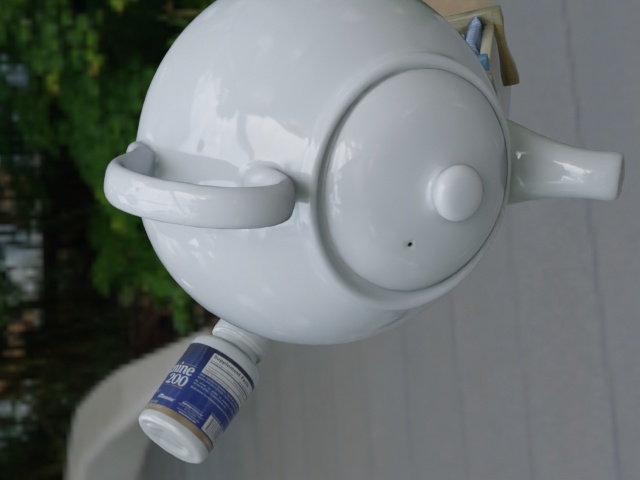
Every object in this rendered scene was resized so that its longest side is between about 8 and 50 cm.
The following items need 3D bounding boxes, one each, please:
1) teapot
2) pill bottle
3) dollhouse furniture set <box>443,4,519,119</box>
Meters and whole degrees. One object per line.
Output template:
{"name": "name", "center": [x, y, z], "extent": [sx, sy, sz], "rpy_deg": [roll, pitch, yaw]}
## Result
{"name": "teapot", "center": [0.021, -0.042, 0.965], "extent": [0.187, 0.256, 0.252], "rpy_deg": [20, 155, 53]}
{"name": "pill bottle", "center": [-0.094, 0.122, 1.349], "extent": [0.120, 0.067, 0.067], "rpy_deg": [-55, -4, -25]}
{"name": "dollhouse furniture set", "center": [0.058, -0.155, 1.151], "extent": [0.129, 0.129, 0.183], "rpy_deg": [-76, -29, -56]}
